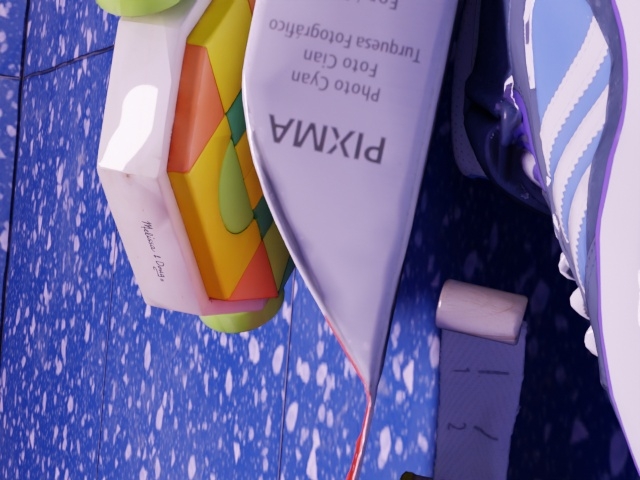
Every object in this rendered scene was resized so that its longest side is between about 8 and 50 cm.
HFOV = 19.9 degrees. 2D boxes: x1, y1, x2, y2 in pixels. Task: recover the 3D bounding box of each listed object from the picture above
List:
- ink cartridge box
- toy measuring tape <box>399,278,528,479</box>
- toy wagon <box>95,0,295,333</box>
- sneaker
[{"bbox_3d":[0.000,0.000,0.889,0.308,0.091,0.385,58,-134,-86],"label":"ink cartridge box"},{"bbox_3d":[0.054,0.163,0.832,0.330,0.121,0.121,91,168,-48],"label":"toy measuring tape"},{"bbox_3d":[-0.027,-0.122,1.078,0.267,0.068,0.344,76,-147,-45],"label":"toy wagon"},{"bbox_3d":[0.136,-0.014,0.741,0.236,0.130,0.323,130,136,-72],"label":"sneaker"}]
